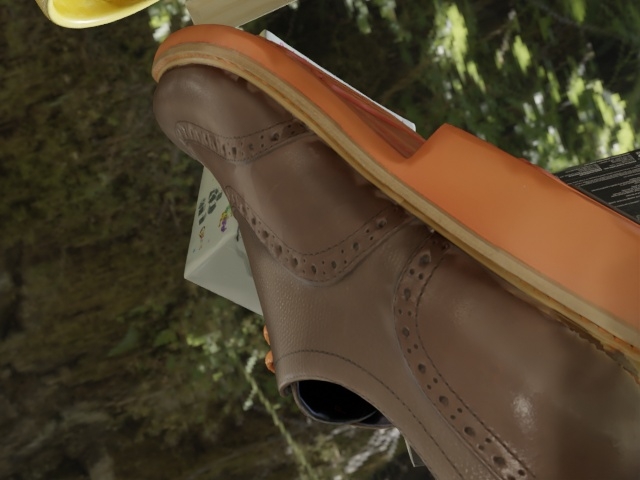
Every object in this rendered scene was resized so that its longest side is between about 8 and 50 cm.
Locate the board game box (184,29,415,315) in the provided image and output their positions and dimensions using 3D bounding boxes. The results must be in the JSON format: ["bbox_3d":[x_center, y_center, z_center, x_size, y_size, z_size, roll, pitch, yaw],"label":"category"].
[{"bbox_3d":[-0.007,-0.050,1.049,0.224,0.097,0.303,29,43,-25],"label":"board game box"}]

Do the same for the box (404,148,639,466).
[{"bbox_3d":[0.192,0.035,0.780,0.242,0.307,0.076,-103,178,-59],"label":"box"}]

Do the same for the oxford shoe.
[{"bbox_3d":[0.000,0.000,0.435,0.130,0.132,0.364,24,7,-37],"label":"oxford shoe"}]

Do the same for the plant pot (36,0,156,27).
[{"bbox_3d":[-0.241,-0.394,1.045,0.239,0.254,0.254,56,-4,3],"label":"plant pot"}]

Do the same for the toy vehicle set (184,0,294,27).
[{"bbox_3d":[0.022,-0.254,0.833,0.166,0.267,0.035,-83,149,-65],"label":"toy vehicle set"}]
